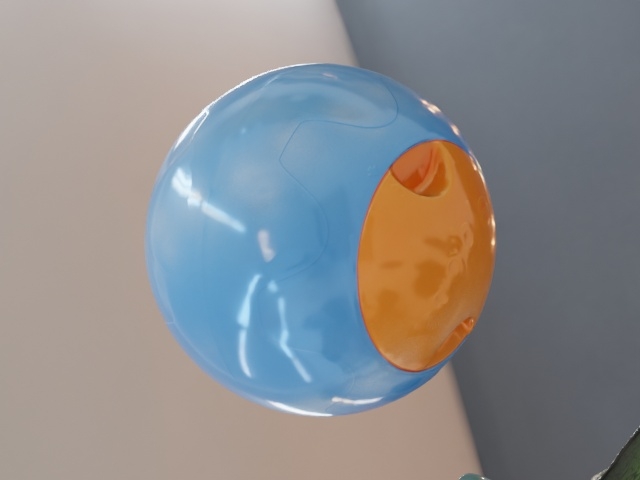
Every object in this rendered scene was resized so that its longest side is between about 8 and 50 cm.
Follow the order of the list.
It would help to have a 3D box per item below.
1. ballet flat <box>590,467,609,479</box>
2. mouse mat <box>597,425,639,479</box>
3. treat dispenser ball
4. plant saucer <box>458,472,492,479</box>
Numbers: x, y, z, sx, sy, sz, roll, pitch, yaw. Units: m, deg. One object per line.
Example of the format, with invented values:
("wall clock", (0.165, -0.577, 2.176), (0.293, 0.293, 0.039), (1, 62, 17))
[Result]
("ballet flat", (0.356, 0.342, 1.718), (0.164, 0.182, 0.483), (40, -157, -22))
("mouse mat", (0.298, 0.167, 1.513), (0.007, 0.190, 0.152), (35, 174, 42))
("treat dispenser ball", (0.000, 0.000, 1.522), (0.288, 0.288, 0.288), (46, -146, -45))
("plant saucer", (0.161, 0.265, 1.689), (0.119, 0.021, 0.119), (42, -145, -39))
